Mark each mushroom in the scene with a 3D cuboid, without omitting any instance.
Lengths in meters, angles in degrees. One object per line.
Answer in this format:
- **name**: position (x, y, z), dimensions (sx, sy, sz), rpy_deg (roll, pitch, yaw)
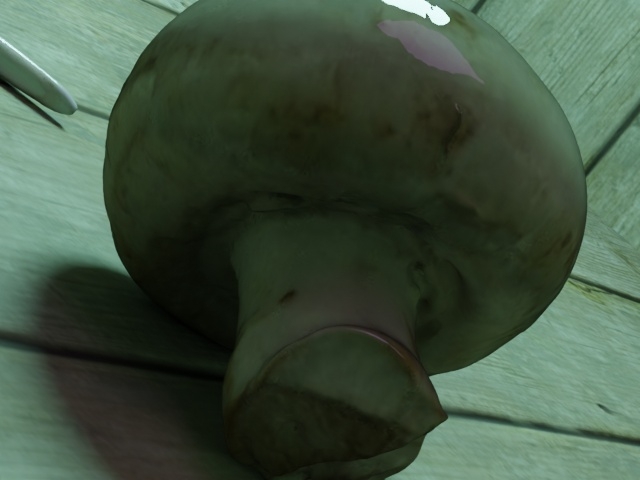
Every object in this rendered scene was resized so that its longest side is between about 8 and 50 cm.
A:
- **mushroom**: position (0.000, 0.000, 1.123), dimensions (0.297, 0.297, 0.290), rpy_deg (33, 51, -21)

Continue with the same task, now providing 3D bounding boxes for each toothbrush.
- **toothbrush**: position (-0.302, -0.184, 1.376), dimensions (0.307, 0.025, 0.029), rpy_deg (37, 21, -6)
